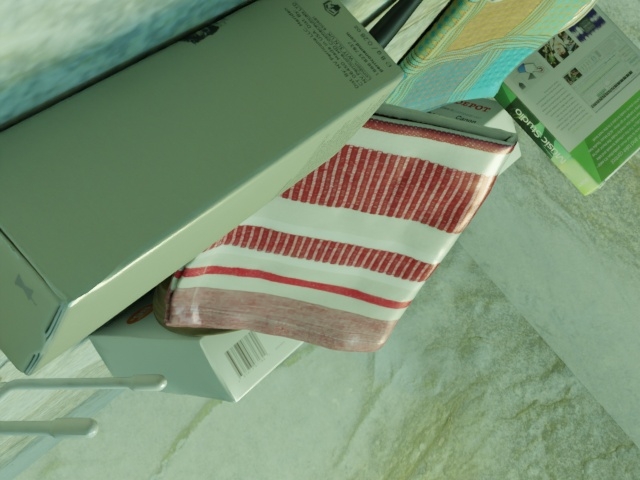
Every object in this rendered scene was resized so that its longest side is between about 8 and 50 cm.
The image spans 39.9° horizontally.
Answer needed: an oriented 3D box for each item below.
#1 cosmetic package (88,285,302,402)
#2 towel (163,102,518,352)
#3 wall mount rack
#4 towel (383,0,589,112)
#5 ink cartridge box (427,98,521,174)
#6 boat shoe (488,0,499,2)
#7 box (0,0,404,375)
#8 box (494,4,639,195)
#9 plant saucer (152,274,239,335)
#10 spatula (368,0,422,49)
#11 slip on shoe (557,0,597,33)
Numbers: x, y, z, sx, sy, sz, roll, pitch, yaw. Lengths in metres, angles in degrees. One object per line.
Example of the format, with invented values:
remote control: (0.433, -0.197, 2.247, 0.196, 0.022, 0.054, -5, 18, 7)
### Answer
cosmetic package: (-0.083, 0.056, 1.176, 0.377, 0.097, 0.284, -39, -161, -35)
towel: (0.000, 0.000, 0.787, 0.329, 0.237, 0.037, 116, -22, -50)
wall mount rack: (-0.323, 0.203, 0.834, 0.304, 0.130, 0.350, -41, 178, 6)
towel: (0.233, -0.273, 1.163, 0.272, 0.040, 0.370, -19, 166, -32)
ink cartridge box: (0.169, -0.133, 1.478, 0.273, 0.114, 0.197, -39, -141, -23)
boat shoe: (0.126, -0.222, 0.661, 0.096, 0.088, 0.267, -42, 177, 26)
box: (-0.081, -0.048, 0.517, 0.275, 0.094, 0.113, -38, 176, -38)
box: (0.404, -0.263, 1.427, 0.232, 0.322, 0.058, -40, 174, -16)
plant saucer: (-0.074, 0.017, 1.043, 0.278, 0.041, 0.278, -17, -156, 8)
spatula: (0.125, -0.249, 0.817, 0.296, 0.030, 0.084, -41, 180, -2)
slip on shoe: (0.359, -0.392, 1.212, 0.101, 0.123, 0.331, 5, 155, -34)
